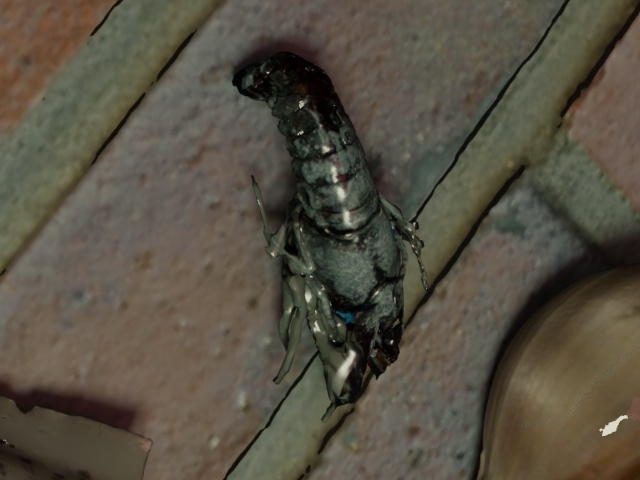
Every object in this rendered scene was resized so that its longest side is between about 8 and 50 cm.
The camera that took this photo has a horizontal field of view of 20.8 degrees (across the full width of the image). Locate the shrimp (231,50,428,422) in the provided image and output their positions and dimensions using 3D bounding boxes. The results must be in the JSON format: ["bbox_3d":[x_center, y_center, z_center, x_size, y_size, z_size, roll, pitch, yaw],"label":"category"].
[{"bbox_3d":[0.002,0.000,0.812,0.082,0.076,0.174,-22,107,-22],"label":"shrimp"}]

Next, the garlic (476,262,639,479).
[{"bbox_3d":[0.195,0.075,0.938,0.266,0.148,0.128,-15,68,-25],"label":"garlic"}]

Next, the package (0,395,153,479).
[{"bbox_3d":[-0.178,0.160,0.683,0.204,0.062,0.251,25,62,-24],"label":"package"}]
